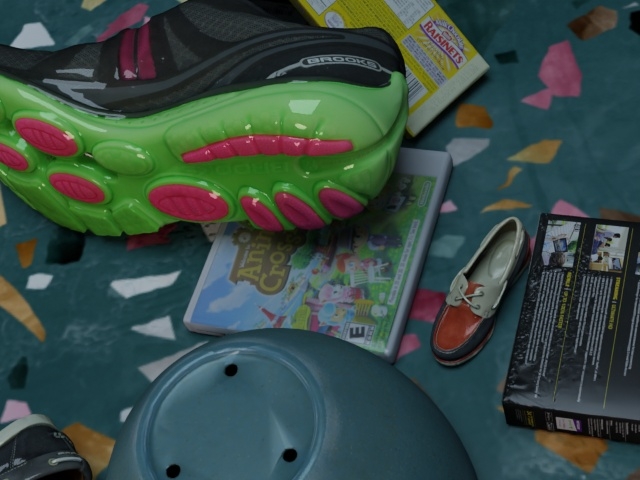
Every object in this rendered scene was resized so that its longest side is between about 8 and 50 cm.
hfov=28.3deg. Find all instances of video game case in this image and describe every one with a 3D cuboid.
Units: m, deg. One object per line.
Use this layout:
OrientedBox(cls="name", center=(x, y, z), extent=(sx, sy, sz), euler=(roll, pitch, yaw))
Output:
OrientedBox(cls="video game case", center=(0.000, 0.000, 1.132), extent=(0.193, 0.023, 0.212), euler=(8, 60, 20))

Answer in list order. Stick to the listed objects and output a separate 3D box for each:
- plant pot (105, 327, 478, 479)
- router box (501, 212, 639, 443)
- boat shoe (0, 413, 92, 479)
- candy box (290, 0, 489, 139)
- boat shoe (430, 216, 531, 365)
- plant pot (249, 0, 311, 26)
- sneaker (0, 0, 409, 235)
OrientedBox(cls="plant pot", center=(-0.039, 0.176, 0.919), extent=(0.290, 0.195, 0.290), euler=(-8, 55, 11))
OrientedBox(cls="router box", center=(0.226, 0.068, 1.009), extent=(0.133, 0.046, 0.179), euler=(6, 59, 19))
OrientedBox(cls="boat shoe", center=(-0.286, 0.241, 1.014), extent=(0.233, 0.084, 0.079), euler=(-42, 56, -17))
OrientedBox(cls="candy box", center=(0.054, -0.204, 1.175), extent=(0.105, 0.027, 0.206), euler=(-43, 97, -16))
OrientedBox(cls="boat shoe", center=(0.132, 0.041, 1.055), extent=(0.049, 0.043, 0.137), euler=(27, 69, 27))
OrientedBox(cls="plant pot", center=(-0.031, -0.318, 1.260), extent=(0.215, 0.215, 0.230), euler=(-1, 71, 15))
OrientedBox(cls="sneaker", center=(-0.137, -0.122, 1.166), extent=(0.483, 0.185, 0.202), euler=(7, 46, 23))
